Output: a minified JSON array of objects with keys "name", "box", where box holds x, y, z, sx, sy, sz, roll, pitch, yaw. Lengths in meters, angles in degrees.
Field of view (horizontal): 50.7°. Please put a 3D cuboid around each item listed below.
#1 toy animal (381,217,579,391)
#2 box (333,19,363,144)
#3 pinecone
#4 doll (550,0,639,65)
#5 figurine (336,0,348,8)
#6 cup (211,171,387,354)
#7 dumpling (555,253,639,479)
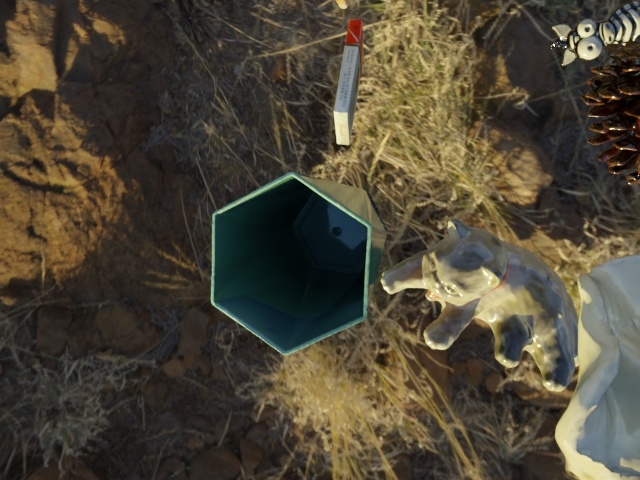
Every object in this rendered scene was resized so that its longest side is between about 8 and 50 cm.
[{"name":"toy animal","box":[0.299,0.092,1.077,0.266,0.307,0.188,-17,149,-29]},{"name":"box","box":[0.065,-0.353,1.510,0.035,0.139,0.245,7,68,8]},{"name":"pinecone","box":[0.378,-0.138,0.761,0.163,0.163,0.165,-8,118,-8]},{"name":"doll","box":[0.569,-0.410,1.331,0.219,0.067,0.091,-14,102,16]},{"name":"figurine","box":[0.030,-0.606,1.434,0.112,0.102,0.195,-26,87,12]},{"name":"cup","box":[0.000,0.000,0.648,0.148,0.236,0.134,-23,94,16]},{"name":"dumpling","box":[0.331,0.135,0.561,0.318,0.187,0.242,17,63,-8]}]
